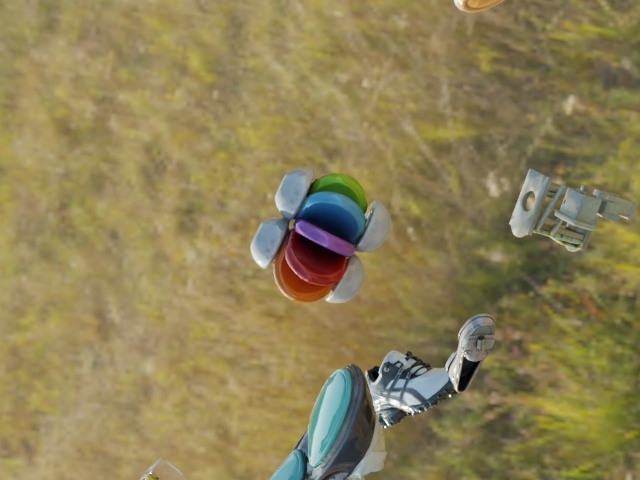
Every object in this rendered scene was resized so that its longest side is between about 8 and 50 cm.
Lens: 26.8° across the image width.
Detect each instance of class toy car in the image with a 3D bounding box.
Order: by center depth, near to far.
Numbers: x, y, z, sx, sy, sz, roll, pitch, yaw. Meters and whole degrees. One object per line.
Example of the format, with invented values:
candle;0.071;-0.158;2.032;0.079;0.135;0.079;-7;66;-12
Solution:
toy car;0.000;0.000;1.779;0.182;0.159;0.136;-63;6;12

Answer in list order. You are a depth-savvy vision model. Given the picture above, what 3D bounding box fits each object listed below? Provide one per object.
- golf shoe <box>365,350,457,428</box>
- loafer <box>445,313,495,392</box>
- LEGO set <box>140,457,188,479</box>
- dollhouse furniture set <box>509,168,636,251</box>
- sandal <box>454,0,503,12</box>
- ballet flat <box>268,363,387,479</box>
golf shoe;0.121;0.188;1.802;0.198;0.077;0.094;-32;80;50
loafer;0.185;0.138;1.618;0.125;0.045;0.039;109;157;-49
LEGO set;-0.132;0.397;1.669;0.132;0.287;0.107;21;66;48
dollhouse furniture set;0.405;-0.019;1.997;0.161;0.181;0.101;39;113;62
sandal;0.251;-0.285;1.331;0.265;0.102;0.076;-36;69;35
ballet flat;0.010;0.173;1.064;0.074;0.074;0.203;-102;32;-46
